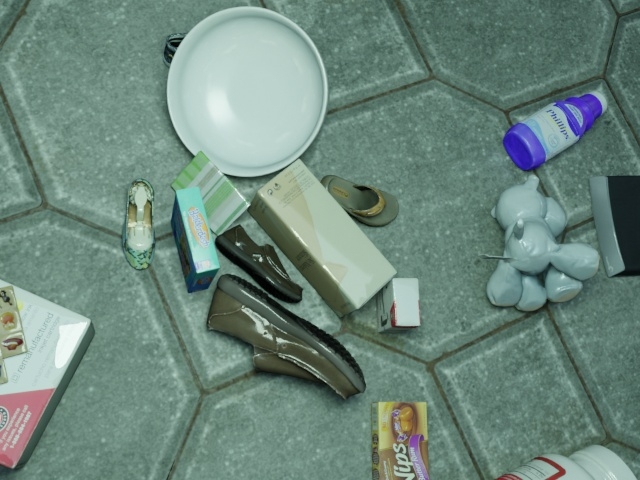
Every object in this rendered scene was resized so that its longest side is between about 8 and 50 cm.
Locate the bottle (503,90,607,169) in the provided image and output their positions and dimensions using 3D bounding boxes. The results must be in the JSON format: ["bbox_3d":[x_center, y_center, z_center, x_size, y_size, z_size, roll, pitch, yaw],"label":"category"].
[{"bbox_3d":[0.583,-0.279,1.701,0.282,0.092,0.118,-30,84,-20],"label":"bottle"}]

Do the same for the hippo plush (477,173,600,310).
[{"bbox_3d":[0.450,0.001,1.565,0.294,0.234,0.237,22,40,-24],"label":"hippo plush"}]

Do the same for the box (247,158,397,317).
[{"bbox_3d":[0.000,0.000,1.449,0.121,0.148,0.311,-40,87,-20],"label":"box"}]

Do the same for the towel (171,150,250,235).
[{"bbox_3d":[-0.227,-0.097,1.443,0.152,0.113,0.023,48,26,0],"label":"towel"}]

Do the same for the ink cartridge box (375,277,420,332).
[{"bbox_3d":[0.161,0.139,1.459,0.056,0.135,0.099,1,75,-11],"label":"ink cartridge box"}]

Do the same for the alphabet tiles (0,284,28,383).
[{"bbox_3d":[-0.619,0.160,1.143,0.237,0.009,0.198,-14,80,-18],"label":"alphabet tiles"}]

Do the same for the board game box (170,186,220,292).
[{"bbox_3d":[-0.247,0.004,1.347,0.047,0.210,0.160,-13,80,-17],"label":"board game box"}]

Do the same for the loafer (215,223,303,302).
[{"bbox_3d":[-0.114,0.044,1.440,0.220,0.080,0.078,40,70,-2],"label":"loafer"}]

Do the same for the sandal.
[{"bbox_3d":[0.095,-0.092,1.512,0.219,0.060,0.090,22,66,-35],"label":"sandal"}]

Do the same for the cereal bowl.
[{"bbox_3d":[-0.142,-0.308,1.456,0.338,0.141,0.339,1,102,7],"label":"cereal bowl"}]

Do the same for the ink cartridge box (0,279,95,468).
[{"bbox_3d":[-0.640,0.195,1.220,0.384,0.160,0.279,25,71,-7],"label":"ink cartridge box"}]

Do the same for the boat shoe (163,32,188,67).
[{"bbox_3d":[-0.251,-0.400,1.518,0.183,0.083,0.065,5,74,-14],"label":"boat shoe"}]

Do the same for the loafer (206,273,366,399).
[{"bbox_3d":[-0.074,0.213,1.398,0.365,0.134,0.130,34,93,6],"label":"loafer"}]

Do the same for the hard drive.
[{"bbox_3d":[0.761,-0.041,1.707,0.171,0.054,0.255,-2,76,-15],"label":"hard drive"}]

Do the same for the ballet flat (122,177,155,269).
[{"bbox_3d":[-0.368,-0.038,1.404,0.070,0.070,0.189,-2,77,-15],"label":"ballet flat"}]

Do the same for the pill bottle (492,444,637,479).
[{"bbox_3d":[0.425,0.567,1.368,0.407,0.229,0.229,-20,82,-18],"label":"pill bottle"}]

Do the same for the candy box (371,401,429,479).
[{"bbox_3d":[0.163,0.428,1.429,0.109,0.053,0.187,4,74,-14],"label":"candy box"}]
